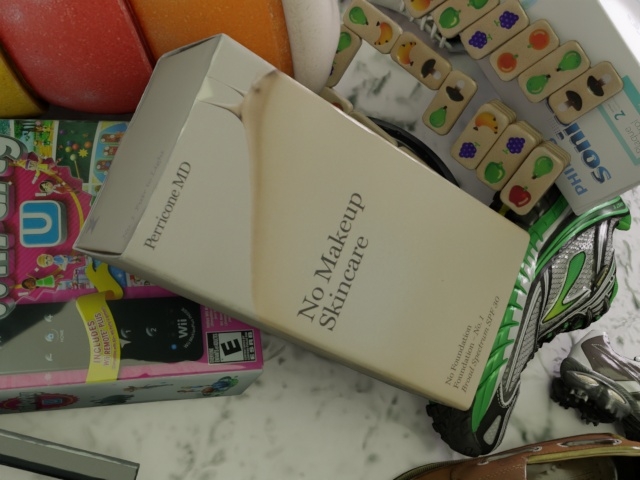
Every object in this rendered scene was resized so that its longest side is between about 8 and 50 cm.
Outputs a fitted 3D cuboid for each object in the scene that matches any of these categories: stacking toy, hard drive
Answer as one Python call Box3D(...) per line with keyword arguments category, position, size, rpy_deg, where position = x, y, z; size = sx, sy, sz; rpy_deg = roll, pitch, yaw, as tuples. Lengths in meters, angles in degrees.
Box3D(category="stacking toy", position=(-0.253, -0.217, 0.628), size=(0.480, 0.350, 0.351), rpy_deg=(-19, 77, -6))
Box3D(category="hard drive", position=(-0.206, 0.164, 0.579), size=(0.135, 0.094, 0.022), rpy_deg=(18, 67, -11))

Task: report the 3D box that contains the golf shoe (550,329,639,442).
Box3D(category="golf shoe", position=(0.329, 0.164, 0.759), size=(0.198, 0.077, 0.094), rpy_deg=(36, 64, -4))

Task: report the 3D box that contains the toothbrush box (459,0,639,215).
Box3D(category="toothbrush box", position=(0.292, -0.185, 0.764), size=(0.295, 0.126, 0.216), rpy_deg=(-31, 89, -47))

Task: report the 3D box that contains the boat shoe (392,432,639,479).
Box3D(category="boat shoe", position=(0.157, 0.231, 0.664), size=(0.307, 0.104, 0.111), rpy_deg=(-17, 77, -22))

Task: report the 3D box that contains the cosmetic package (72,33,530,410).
Box3D(category="cosmetic package", position=(0.000, 0.000, 0.579), size=(0.309, 0.113, 0.160), rpy_deg=(27, 79, -32))

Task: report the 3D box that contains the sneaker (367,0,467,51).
Box3D(category="sneaker", position=(0.134, -0.261, 0.841), size=(0.258, 0.094, 0.091), rpy_deg=(9, 62, -15))

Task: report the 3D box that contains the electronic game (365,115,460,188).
Box3D(category="electronic game", position=(0.038, -0.028, 0.751), size=(0.229, 0.048, 0.229), rpy_deg=(7, 62, -12))

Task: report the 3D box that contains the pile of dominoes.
Box3D(category="pile of dominoes", position=(0.107, -0.131, 0.681), size=(0.251, 0.196, 0.040), rpy_deg=(40, 30, 13))

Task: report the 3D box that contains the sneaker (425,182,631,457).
Box3D(category="sneaker", position=(0.211, 0.054, 0.730), size=(0.146, 0.134, 0.343), rpy_deg=(34, 64, -4))

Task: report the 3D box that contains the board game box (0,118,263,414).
Box3D(category="board game box", position=(-0.212, 0.020, 0.630), size=(0.303, 0.097, 0.224), rpy_deg=(-2, 70, -18))
